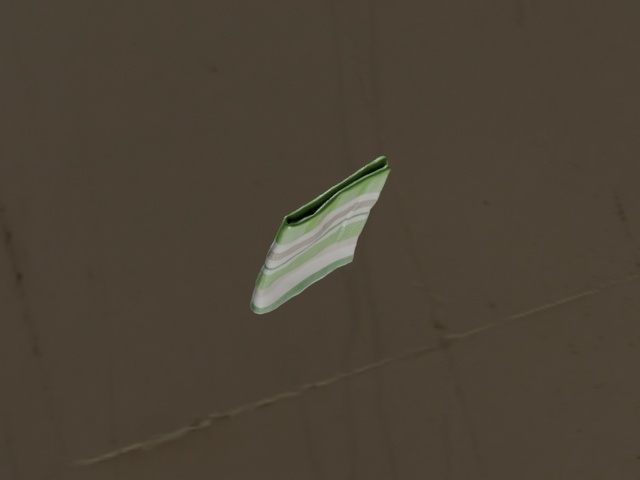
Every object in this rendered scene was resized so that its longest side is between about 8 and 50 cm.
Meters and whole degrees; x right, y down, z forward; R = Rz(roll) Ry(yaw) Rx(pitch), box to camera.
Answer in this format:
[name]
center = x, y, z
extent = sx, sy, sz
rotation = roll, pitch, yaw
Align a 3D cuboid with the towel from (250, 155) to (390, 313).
[towel]
center = 0.000, 0.000, 1.295
extent = 0.113, 0.152, 0.023
rotation = -35, -105, -27
